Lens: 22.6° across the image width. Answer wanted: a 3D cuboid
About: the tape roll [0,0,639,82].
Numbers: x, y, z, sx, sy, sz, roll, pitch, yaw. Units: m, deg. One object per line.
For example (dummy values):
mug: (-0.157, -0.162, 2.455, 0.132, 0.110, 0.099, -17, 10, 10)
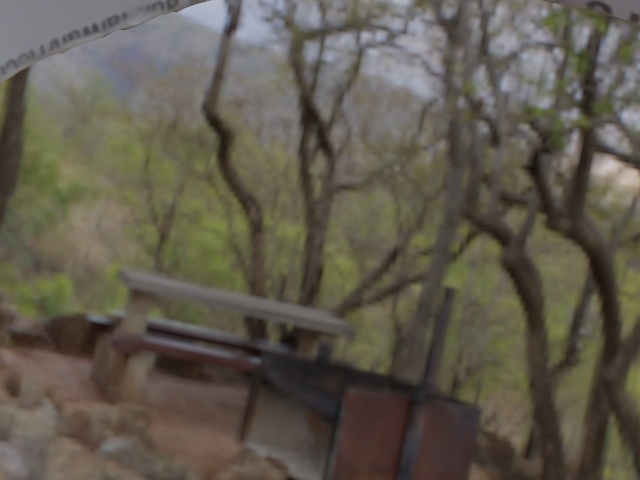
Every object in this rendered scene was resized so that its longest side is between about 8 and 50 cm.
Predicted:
tape roll: (0.000, 0.000, 0.251, 0.321, 0.321, 0.077, 11, -41, 17)
